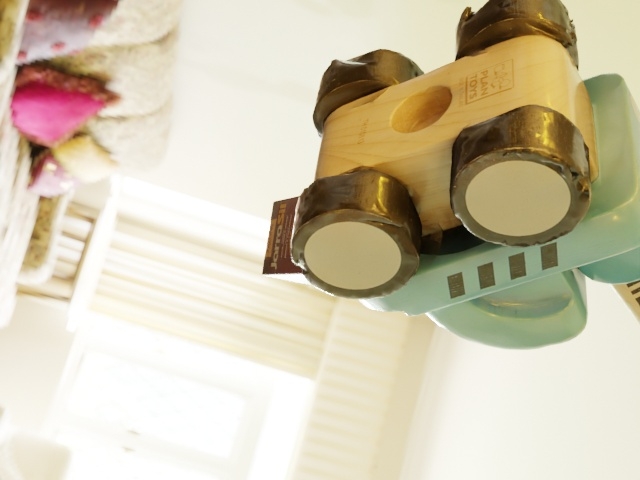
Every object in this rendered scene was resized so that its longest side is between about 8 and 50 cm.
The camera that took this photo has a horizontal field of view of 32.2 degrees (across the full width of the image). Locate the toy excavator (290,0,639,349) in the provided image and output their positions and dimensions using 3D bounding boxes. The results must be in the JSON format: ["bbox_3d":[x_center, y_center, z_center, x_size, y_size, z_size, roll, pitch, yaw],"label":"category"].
[{"bbox_3d":[0.249,0.000,0.999,0.445,0.433,0.222,52,31,-36],"label":"toy excavator"}]

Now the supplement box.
[{"bbox_3d":[0.000,0.000,1.388,0.188,0.081,0.104,174,-74,-67],"label":"supplement box"}]
